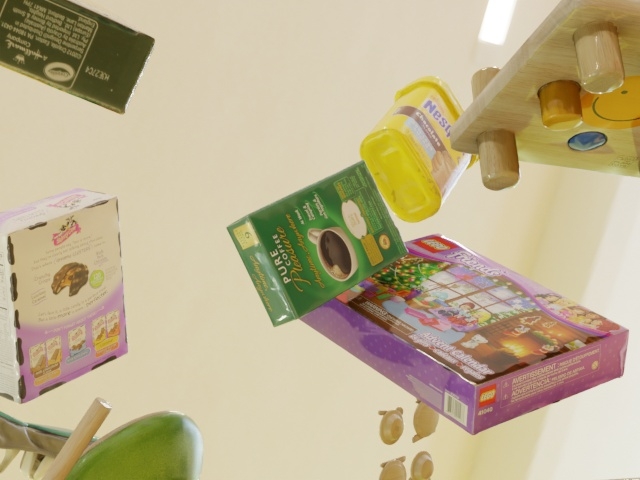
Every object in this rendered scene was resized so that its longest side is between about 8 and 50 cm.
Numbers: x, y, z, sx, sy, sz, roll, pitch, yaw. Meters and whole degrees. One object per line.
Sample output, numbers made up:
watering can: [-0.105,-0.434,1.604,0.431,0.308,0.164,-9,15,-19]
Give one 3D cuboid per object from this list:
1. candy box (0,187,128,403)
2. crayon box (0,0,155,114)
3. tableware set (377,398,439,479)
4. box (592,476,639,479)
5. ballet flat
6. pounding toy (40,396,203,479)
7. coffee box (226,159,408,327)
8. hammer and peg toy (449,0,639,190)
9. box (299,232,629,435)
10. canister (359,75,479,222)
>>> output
candy box: [-0.299,0.056,1.377,0.165,0.070,0.196,-24,-60,-51]
crayon box: [-0.301,-0.223,1.200,0.202,0.318,0.081,21,-81,-28]
tableware set: [0.137,0.327,1.957,0.141,0.020,0.168,-1,-86,-45]
box: [0.383,0.316,1.358,0.029,0.162,0.116,9,-104,-73]
ballet flat: [-0.319,0.220,1.326,0.213,0.072,0.068,28,-105,-44]
pounding toy: [-0.168,0.249,1.107,0.183,0.110,0.237,-46,-25,4]
coffee box: [0.000,0.000,1.231,0.184,0.040,0.113,-30,-85,-44]
hammer and peg toy: [0.331,-0.124,1.169,0.361,0.266,0.127,7,-117,-20]
box: [0.136,0.083,1.268,0.201,0.293,0.057,-15,-62,-33]
canister: [0.118,-0.108,1.465,0.126,0.073,0.170,58,-148,-13]
